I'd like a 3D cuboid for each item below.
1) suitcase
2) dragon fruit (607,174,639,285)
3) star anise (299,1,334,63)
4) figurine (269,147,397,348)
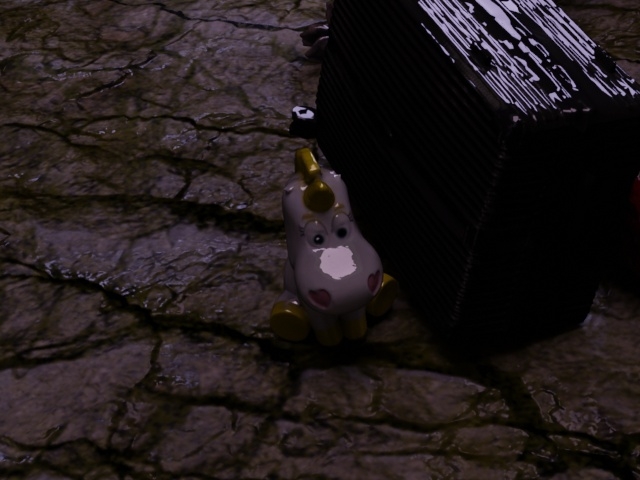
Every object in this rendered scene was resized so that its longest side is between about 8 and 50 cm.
[{"bbox_3d":[0.111,-0.098,1.154,0.152,0.229,0.335,-6,39,-22],"label":"suitcase"},{"bbox_3d":[0.312,-0.044,1.155,0.192,0.122,0.092,-42,12,-12],"label":"dragon fruit"},{"bbox_3d":[0.034,-0.199,1.419,0.124,0.056,0.129,12,43,19],"label":"star anise"},{"bbox_3d":[0.001,0.006,1.098,0.109,0.178,0.130,-12,68,0],"label":"figurine"}]
